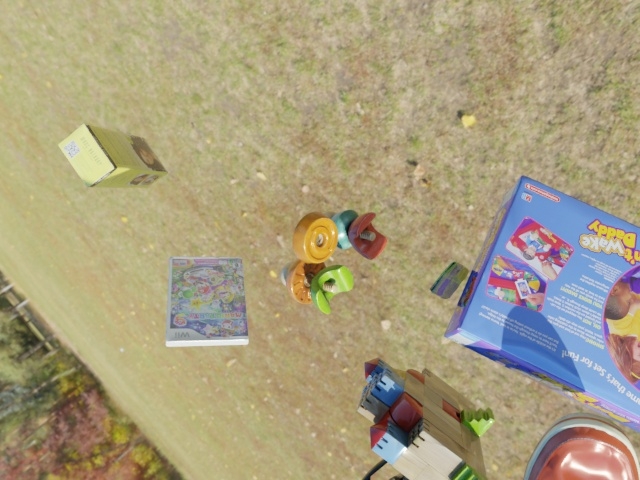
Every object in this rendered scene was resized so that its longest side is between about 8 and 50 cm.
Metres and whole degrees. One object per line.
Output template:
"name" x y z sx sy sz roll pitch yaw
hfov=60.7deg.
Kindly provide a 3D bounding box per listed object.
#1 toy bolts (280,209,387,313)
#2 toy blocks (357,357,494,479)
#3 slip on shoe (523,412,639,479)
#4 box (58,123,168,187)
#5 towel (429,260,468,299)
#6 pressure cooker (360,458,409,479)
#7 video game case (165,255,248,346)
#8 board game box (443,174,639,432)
"toy bolts" 0.000 0.000 1.135 0.158 0.228 0.218 17 140 45
"toy blocks" 0.197 0.364 1.136 0.261 0.191 0.381 36 -165 3
"slip on shoe" 0.268 0.348 0.575 0.123 0.331 0.101 10 -175 13
"box" -0.350 -0.141 0.950 0.087 0.058 0.232 55 -172 -3
"towel" 0.193 0.060 0.812 0.009 0.060 0.083 41 -172 30
"pressure cooker" 0.302 0.789 1.508 0.420 0.370 0.375 58 143 15
"video game case" -0.129 0.066 0.621 0.011 0.087 0.122 106 160 -44
"board game box" 0.371 0.095 0.715 0.347 0.233 0.078 26 165 6
